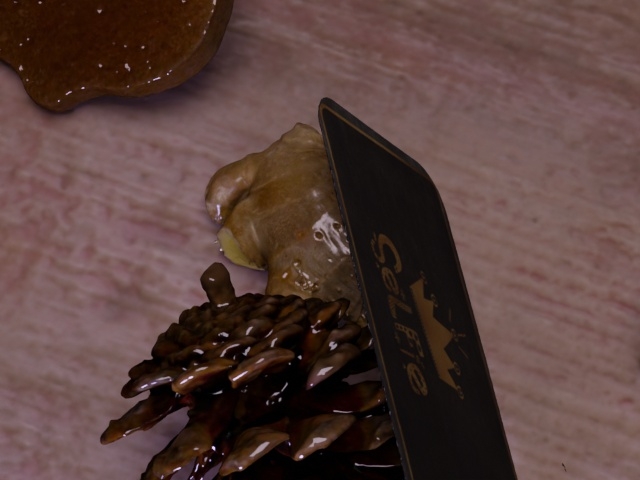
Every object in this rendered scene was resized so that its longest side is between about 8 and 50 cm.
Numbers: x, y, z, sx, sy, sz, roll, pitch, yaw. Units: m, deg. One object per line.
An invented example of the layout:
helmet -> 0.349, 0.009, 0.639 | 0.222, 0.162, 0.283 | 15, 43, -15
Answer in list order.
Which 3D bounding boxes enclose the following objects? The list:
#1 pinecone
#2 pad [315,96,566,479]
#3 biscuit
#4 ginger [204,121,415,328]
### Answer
pinecone -> -0.031, 0.166, 1.445 | 0.244, 0.244, 0.309 | -28, 88, -14
pad -> 0.095, 0.055, 1.456 | 0.063, 0.315, 0.375 | -24, 65, 22
biscuit -> -0.203, -0.255, 1.677 | 0.257, 0.049, 0.273 | -20, 78, 16
ginger -> 0.000, 0.000, 1.587 | 0.157, 0.102, 0.216 | -29, 70, -7
